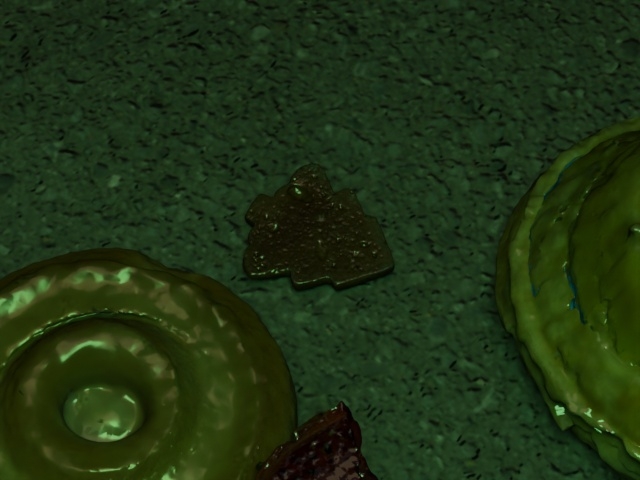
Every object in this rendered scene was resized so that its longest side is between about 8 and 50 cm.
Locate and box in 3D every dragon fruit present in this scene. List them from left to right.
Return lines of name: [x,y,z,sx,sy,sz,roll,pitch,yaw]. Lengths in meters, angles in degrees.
dragon fruit: [-0.009,0.211,1.259,0.127,0.120,0.161,-10,66,-5]

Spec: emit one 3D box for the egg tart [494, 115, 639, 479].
egg tart: [0.328,0.029,1.345,0.387,0.169,0.388,1,57,-1]

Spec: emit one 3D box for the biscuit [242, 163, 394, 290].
biscuit: [0.000,0.000,1.436,0.130,0.019,0.119,25,64,14]

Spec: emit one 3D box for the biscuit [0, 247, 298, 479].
biscuit: [-0.163,0.136,1.321,0.296,0.102,0.296,0,59,1]
